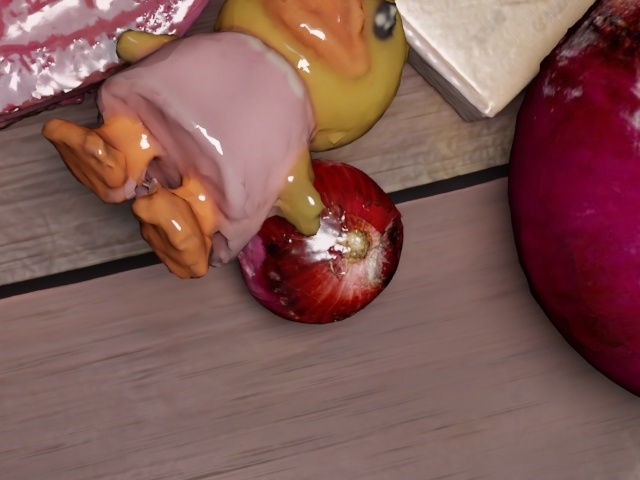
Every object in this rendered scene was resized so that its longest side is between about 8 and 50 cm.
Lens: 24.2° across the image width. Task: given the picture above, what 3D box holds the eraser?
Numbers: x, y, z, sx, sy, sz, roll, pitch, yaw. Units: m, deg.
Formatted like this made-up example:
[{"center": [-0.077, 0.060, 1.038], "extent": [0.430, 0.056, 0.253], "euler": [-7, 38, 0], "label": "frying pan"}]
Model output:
[{"center": [0.194, -0.260, 1.181], "extent": [0.343, 0.078, 0.144], "euler": [-45, 95, -6], "label": "eraser"}]

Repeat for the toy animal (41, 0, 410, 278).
[{"center": [-0.040, -0.102, 1.055], "extent": [0.195, 0.169, 0.281], "euler": [43, 75, 6], "label": "toy animal"}]

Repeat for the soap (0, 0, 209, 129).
[{"center": [-0.174, -0.205, 1.123], "extent": [0.289, 0.112, 0.182], "euler": [-22, 95, -7], "label": "soap"}]

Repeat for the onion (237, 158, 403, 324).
[{"center": [0.000, 0.000, 1.141], "extent": [0.131, 0.131, 0.131], "euler": [0, 90, -7], "label": "onion"}]

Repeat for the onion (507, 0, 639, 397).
[{"center": [0.265, -0.030, 1.101], "extent": [0.260, 0.282, 0.337], "euler": [-28, 107, -3], "label": "onion"}]
